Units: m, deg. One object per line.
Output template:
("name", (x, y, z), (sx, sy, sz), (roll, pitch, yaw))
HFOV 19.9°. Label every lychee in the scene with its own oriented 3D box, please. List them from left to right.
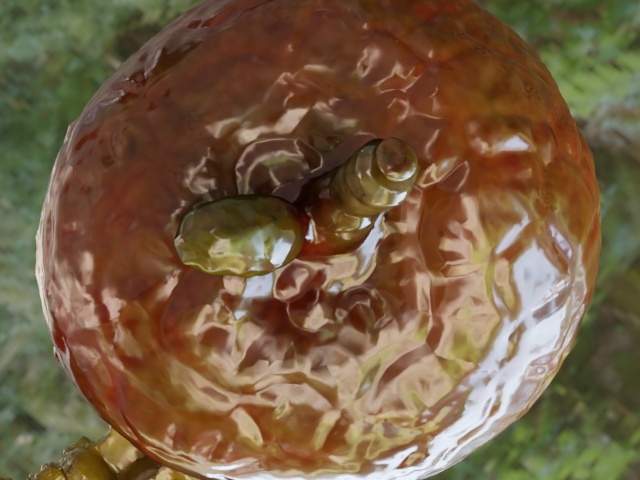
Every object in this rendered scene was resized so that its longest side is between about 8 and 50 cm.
("lychee", (0.000, 0.000, 0.812), (0.255, 0.255, 0.300), (-52, -171, 3))

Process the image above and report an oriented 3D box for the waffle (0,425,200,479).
("waffle", (-0.172, 0.167, 0.967), (0.069, 0.292, 0.260), (-126, -145, -82))
